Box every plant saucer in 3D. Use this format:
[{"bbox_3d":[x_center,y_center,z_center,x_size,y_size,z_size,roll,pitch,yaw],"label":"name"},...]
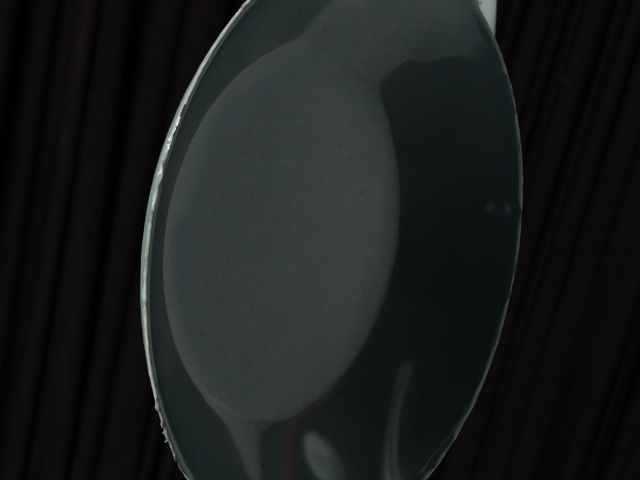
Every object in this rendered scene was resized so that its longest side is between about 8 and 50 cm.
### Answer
[{"bbox_3d":[0.000,0.000,0.495,0.037,0.195,0.195,11,14,37],"label":"plant saucer"}]

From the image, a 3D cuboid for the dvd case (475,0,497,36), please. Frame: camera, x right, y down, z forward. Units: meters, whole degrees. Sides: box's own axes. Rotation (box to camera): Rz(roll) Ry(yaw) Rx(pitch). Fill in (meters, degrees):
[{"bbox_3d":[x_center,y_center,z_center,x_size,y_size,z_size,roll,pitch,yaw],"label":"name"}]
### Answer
[{"bbox_3d":[0.054,-0.150,0.804,0.087,0.119,0.013,6,-6,-23],"label":"dvd case"}]
